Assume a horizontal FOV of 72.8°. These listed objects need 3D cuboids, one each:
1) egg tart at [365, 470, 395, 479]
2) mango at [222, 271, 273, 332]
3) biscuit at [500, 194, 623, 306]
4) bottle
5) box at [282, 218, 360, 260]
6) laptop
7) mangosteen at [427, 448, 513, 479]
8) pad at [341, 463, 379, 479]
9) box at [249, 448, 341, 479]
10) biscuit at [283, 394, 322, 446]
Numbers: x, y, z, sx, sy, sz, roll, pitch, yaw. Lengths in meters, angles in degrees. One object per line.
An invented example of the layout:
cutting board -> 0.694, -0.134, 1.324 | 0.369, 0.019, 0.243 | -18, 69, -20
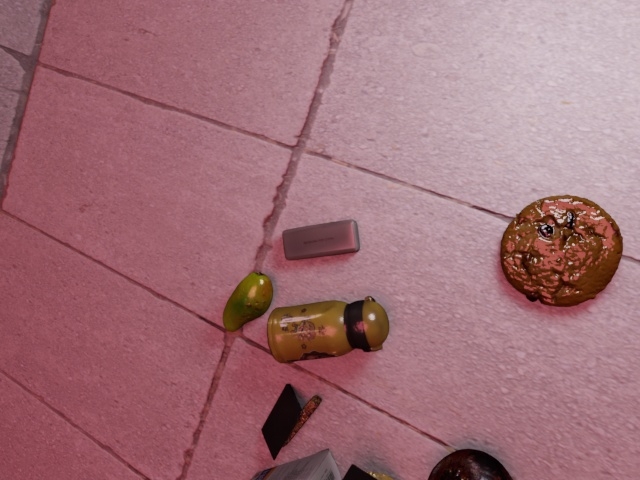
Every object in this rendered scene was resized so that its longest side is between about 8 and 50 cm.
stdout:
egg tart -> 0.129, 0.788, 1.246 | 0.290, 0.107, 0.291 | 0, 90, -19
mango -> -0.236, 0.207, 1.420 | 0.125, 0.111, 0.233 | 39, 104, 22
biscuit -> 0.610, 0.026, 1.111 | 0.295, 0.075, 0.296 | 0, 90, 22
bottle -> 0.028, 0.262, 1.282 | 0.350, 0.171, 0.172 | -11, 85, 21
box -> 0.000, 0.000, 1.358 | 0.243, 0.055, 0.104 | -8, 87, 20
laptop -> -0.123, 0.577, 1.384 | 0.197, 0.016, 0.135 | -61, 33, 12
mangosteen -> 0.407, 0.686, 1.124 | 0.235, 0.236, 0.261 | -35, 111, 17
pad -> 0.131, 0.741, 1.189 | 0.243, 0.004, 0.164 | 39, 78, -15
box -> -0.108, 0.767, 1.316 | 0.299, 0.200, 0.107 | -27, 81, 19
biscuit -> -0.065, 0.571, 1.374 | 0.034, 0.064, 0.199 | 39, 104, 12
